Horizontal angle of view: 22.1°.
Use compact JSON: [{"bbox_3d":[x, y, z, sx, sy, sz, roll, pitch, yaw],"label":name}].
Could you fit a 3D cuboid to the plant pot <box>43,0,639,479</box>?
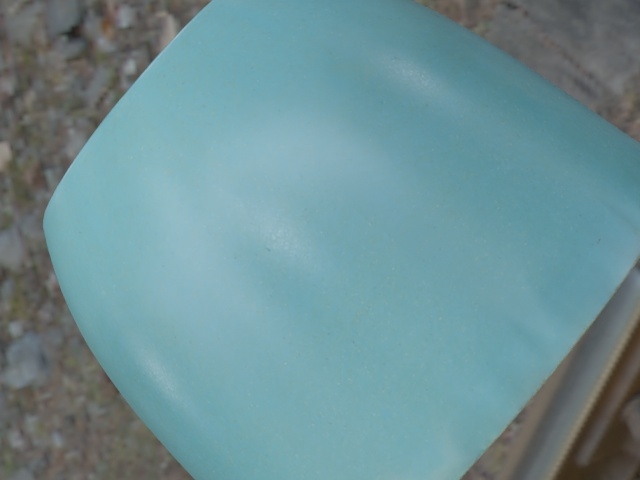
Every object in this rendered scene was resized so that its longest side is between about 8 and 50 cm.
[{"bbox_3d":[0.000,0.000,0.857,0.235,0.293,0.293,40,136,0],"label":"plant pot"}]
